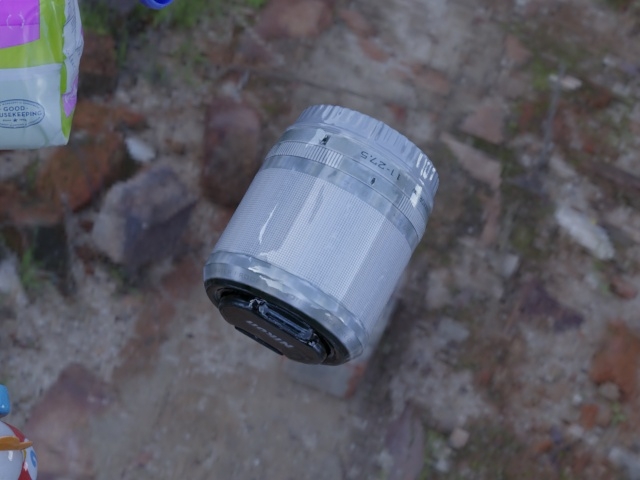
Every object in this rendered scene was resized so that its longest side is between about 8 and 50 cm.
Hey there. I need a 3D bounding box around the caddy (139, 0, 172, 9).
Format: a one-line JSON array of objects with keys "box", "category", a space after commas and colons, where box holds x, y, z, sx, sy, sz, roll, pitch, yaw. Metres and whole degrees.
[{"box": [-0.174, -0.391, 1.530, 0.179, 0.241, 0.341, 14, 28, 8], "category": "caddy"}]

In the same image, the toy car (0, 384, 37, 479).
[{"box": [-0.425, 0.281, 1.786, 0.210, 0.238, 0.219, -2, 74, -40], "category": "toy car"}]

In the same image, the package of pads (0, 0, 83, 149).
[{"box": [-0.251, -0.144, 0.784, 0.229, 0.101, 0.296, -4, 29, -13], "category": "package of pads"}]

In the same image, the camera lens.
[{"box": [0.000, 0.000, 1.744, 0.219, 0.219, 0.274, 25, 71, 9], "category": "camera lens"}]
